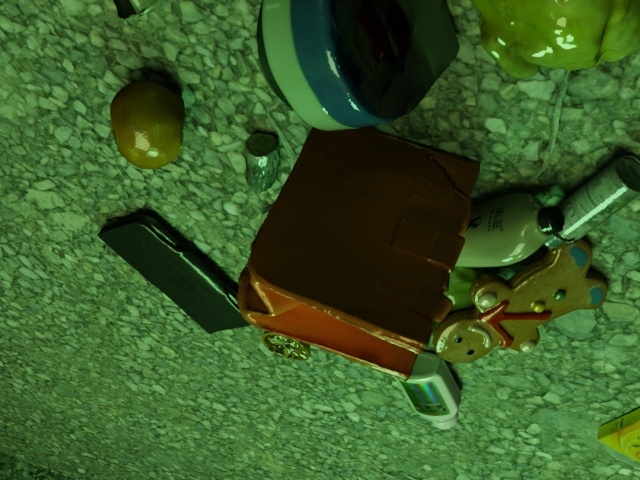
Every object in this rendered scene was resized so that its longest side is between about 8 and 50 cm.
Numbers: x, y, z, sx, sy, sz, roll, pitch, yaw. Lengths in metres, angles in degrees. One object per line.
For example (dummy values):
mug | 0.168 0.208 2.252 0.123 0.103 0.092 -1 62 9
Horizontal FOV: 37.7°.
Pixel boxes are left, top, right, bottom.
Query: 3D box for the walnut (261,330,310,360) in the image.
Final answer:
walnut | -0.073 0.223 2.113 0.121 0.052 0.091 30 143 -13

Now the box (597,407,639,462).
box | 0.739 0.443 1.970 0.269 0.043 0.152 27 145 -8

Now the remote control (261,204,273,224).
remote control | 0.000 0.000 1.809 0.245 0.022 0.077 25 142 -5

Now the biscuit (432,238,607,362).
biscuit | 0.344 0.127 1.644 0.324 0.049 0.205 -27 128 13

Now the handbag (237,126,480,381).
handbag | 0.069 -0.005 1.435 0.303 0.410 0.116 21 138 4

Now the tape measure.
tape measure | 0.039 -0.275 1.242 0.138 0.262 0.259 4 141 41

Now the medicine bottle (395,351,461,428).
medicine bottle | 0.245 0.334 2.063 0.115 0.078 0.219 -2 137 29

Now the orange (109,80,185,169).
orange | -0.291 -0.200 1.608 0.134 0.155 0.155 -19 145 -14

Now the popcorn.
popcorn | 0.270 -0.340 0.994 0.293 0.292 0.334 -23 130 40

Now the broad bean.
broad bean | 0.187 0.101 1.750 0.238 0.119 0.291 27 148 -35

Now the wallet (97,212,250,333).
wallet | -0.308 0.075 2.051 0.197 0.051 0.377 -17 129 46

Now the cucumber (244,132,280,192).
cucumber | -0.103 -0.136 1.658 0.064 0.064 0.112 17 147 8

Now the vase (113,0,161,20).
vase | -0.347 -0.471 1.279 0.165 0.165 0.360 -8 138 36

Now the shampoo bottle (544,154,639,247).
shampoo bottle | 0.421 -0.053 1.469 0.072 0.072 0.214 29 145 -9

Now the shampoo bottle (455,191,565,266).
shampoo bottle | 0.289 -0.014 1.547 0.078 0.127 0.257 33 150 -33
